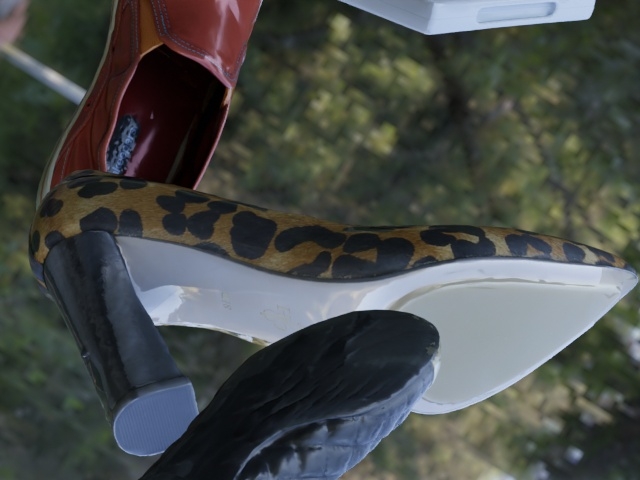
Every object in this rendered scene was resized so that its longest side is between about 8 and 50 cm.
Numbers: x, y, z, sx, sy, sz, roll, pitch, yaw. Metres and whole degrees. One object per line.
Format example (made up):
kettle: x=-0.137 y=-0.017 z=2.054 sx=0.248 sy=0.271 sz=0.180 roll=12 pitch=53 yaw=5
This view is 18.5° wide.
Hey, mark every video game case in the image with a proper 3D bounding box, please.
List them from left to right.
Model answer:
video game case: x=0.045 y=-0.175 z=1.245 sx=0.183 sy=0.201 sz=0.023 roll=-12 pitch=121 yaw=-51

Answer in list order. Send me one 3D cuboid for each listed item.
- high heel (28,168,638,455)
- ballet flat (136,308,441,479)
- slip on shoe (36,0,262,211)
high heel: x=0.000 y=0.000 z=0.919 sx=0.186 sy=0.261 sz=0.093 roll=-121 pitch=-154 yaw=-49
ballet flat: x=-0.018 y=0.079 z=0.699 sx=0.173 sy=0.057 sz=0.049 roll=-38 pitch=139 yaw=-34
slip on shoe: x=-0.096 y=-0.137 z=1.386 sx=0.101 sy=0.123 sz=0.331 roll=3 pitch=-112 yaw=54
